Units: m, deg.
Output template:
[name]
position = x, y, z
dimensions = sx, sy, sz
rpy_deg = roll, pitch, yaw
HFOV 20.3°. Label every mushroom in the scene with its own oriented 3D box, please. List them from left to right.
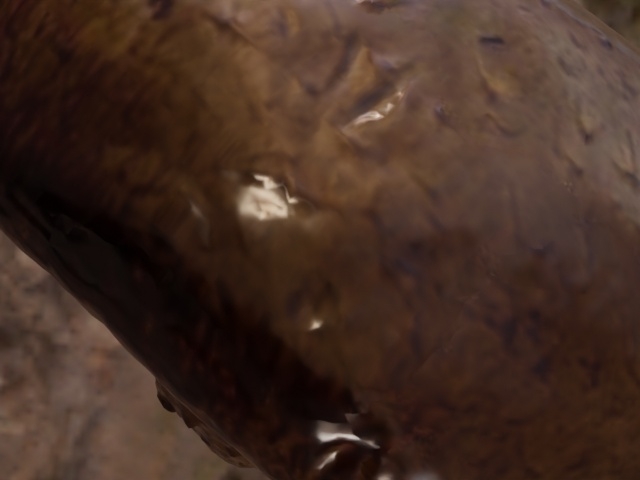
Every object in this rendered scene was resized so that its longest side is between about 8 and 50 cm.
[mushroom]
position = 0.014, -0.021, 0.615
dimensions = 0.345, 0.345, 0.239
rpy_deg = 21, -94, -78
